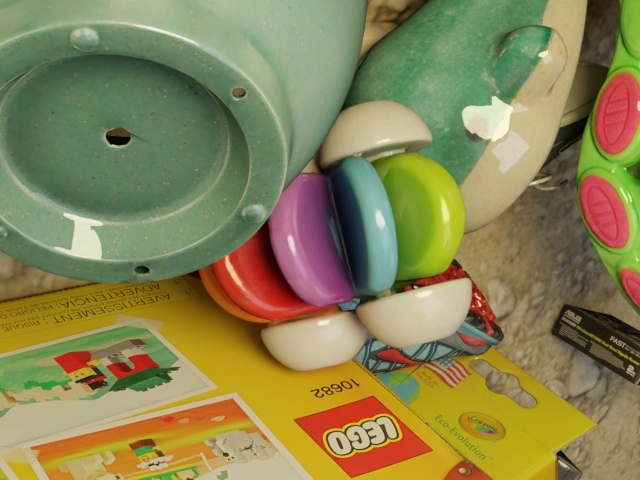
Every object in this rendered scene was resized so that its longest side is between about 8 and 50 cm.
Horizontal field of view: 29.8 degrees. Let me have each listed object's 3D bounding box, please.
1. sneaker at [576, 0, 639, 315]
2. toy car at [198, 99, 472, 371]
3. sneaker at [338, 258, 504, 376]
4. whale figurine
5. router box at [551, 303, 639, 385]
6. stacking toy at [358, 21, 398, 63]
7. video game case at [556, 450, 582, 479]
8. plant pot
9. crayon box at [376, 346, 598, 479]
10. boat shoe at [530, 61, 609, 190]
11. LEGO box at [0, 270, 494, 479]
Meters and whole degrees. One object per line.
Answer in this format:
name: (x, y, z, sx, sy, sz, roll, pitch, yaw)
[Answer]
sneaker: (0.314, -0.166, 0.964, 0.202, 0.185, 0.482, -3, 93, -50)
toy car: (0.000, 0.000, 0.771, 0.136, 0.182, 0.159, -4, 79, -55)
sneaker: (0.054, 0.066, 1.065, 0.262, 0.104, 0.125, 17, 127, -45)
whale figurine: (0.111, -0.141, 0.880, 0.141, 0.216, 0.272, 25, 92, -9)
router box: (0.319, 0.114, 1.264, 0.092, 0.122, 0.038, 15, 103, -42)
stacking toy: (0.046, -0.262, 0.865, 0.309, 0.130, 0.279, -39, 160, -9)
video game case: (0.152, 0.315, 1.214, 0.275, 0.035, 0.248, -53, 176, 1)
plant pot: (-0.108, -0.103, 0.651, 0.293, 0.196, 0.293, -3, 135, -3)
crayon box: (0.066, 0.217, 1.072, 0.319, 0.202, 0.081, -29, 131, -20)
boat shoe: (0.153, -0.077, 1.035, 0.255, 0.095, 0.079, -29, 129, -20)
LEGO box: (-0.176, 0.210, 0.755, 0.500, 0.372, 0.193, -11, 123, -33)
